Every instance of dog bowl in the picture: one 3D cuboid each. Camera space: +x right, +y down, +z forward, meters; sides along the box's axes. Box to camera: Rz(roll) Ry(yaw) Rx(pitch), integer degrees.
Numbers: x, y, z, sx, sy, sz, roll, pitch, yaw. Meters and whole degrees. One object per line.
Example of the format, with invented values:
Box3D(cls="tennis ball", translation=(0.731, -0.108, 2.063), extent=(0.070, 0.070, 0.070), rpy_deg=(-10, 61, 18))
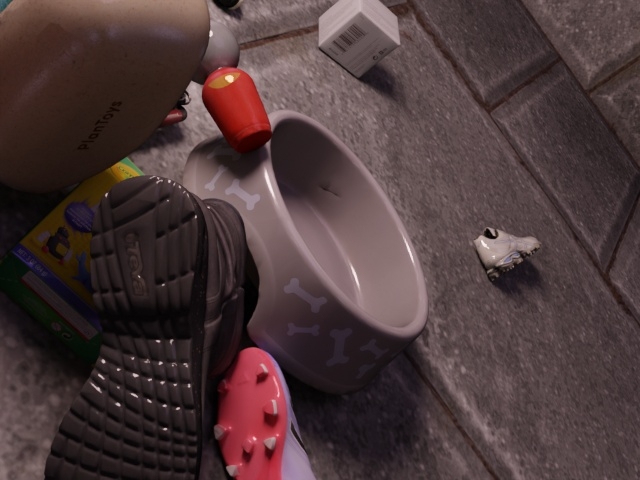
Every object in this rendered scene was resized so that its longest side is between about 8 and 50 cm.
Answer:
Box3D(cls="dog bowl", translation=(0.000, 0.000, 0.942), extent=(0.349, 0.102, 0.348), rpy_deg=(41, 29, -30))

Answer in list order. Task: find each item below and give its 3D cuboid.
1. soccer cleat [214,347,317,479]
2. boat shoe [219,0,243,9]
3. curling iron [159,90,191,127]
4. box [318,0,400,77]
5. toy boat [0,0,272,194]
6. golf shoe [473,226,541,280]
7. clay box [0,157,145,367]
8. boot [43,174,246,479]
Box3D(cls="soccer cleat", translation=(-0.038, 0.226, 0.780), extent=(0.095, 0.083, 0.248), rpy_deg=(31, 37, -59))
Box3D(cls="boat shoe", translation=(-0.143, -0.408, 1.206), extent=(0.042, 0.049, 0.133), rpy_deg=(26, 47, -47))
Box3D(cls="curling iron", translation=(-0.238, -0.129, 0.872), extent=(0.068, 0.035, 0.274), rpy_deg=(41, 37, 9))
Box3D(cls="box", translation=(0.065, -0.355, 1.365), extent=(0.102, 0.101, 0.087), rpy_deg=(32, 40, -32))
Box3D(cls="toy boat", translation=(-0.177, -0.153, 0.731), extent=(0.318, 0.267, 0.148), rpy_deg=(-6, 64, -53))
Box3D(cls="golf shoe", translation=(0.328, 0.005, 1.412), extent=(0.086, 0.069, 0.176), rpy_deg=(55, 33, 11))
Box3D(cls="clay box", translation=(-0.202, 0.002, 0.784), extent=(0.127, 0.053, 0.222), rpy_deg=(45, 36, -15))
Box3D(cls="boot", translation=(-0.122, 0.120, 0.696), extent=(0.223, 0.118, 0.338), rpy_deg=(37, 63, -80))
